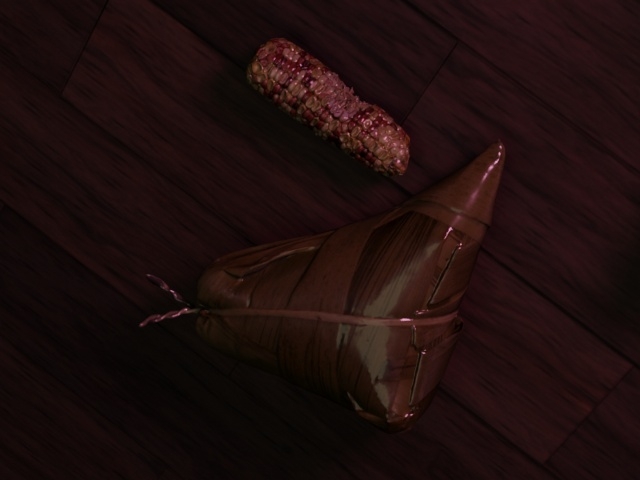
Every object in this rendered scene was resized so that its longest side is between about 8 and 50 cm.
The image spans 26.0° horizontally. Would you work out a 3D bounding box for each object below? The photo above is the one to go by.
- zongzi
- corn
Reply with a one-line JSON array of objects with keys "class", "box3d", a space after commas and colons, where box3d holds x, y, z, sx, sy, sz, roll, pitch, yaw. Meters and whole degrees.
[{"class": "zongzi", "box3d": [0.009, -0.001, 2.145, 0.500, 0.218, 0.466, 21, 99, 22]}, {"class": "corn", "box3d": [0.018, -0.198, 2.074, 0.290, 0.098, 0.098, 35, 121, 5]}]
